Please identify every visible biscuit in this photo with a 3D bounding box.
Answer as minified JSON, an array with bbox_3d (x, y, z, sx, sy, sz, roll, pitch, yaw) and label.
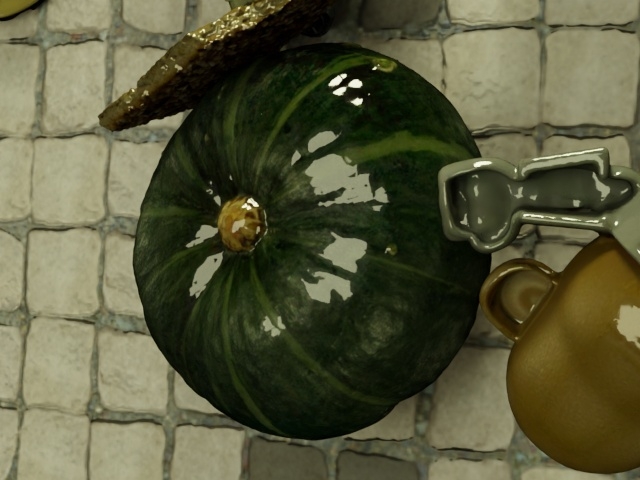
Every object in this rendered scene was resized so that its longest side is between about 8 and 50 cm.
[{"bbox_3d":[-0.065,-0.149,1.362,0.237,0.131,0.026,-34,84,47],"label":"biscuit"}]

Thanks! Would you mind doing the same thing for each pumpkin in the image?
[{"bbox_3d":[0.000,0.000,1.360,0.300,0.207,0.300,-13,71,42],"label":"pumpkin"}]

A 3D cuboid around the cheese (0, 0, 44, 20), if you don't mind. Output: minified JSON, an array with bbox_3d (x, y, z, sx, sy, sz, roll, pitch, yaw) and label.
[{"bbox_3d":[-0.323,-0.234,1.665,0.162,0.036,0.086,-22,75,28],"label":"cheese"}]

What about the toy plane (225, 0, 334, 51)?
[{"bbox_3d":[-0.001,-0.236,1.401,0.108,0.092,0.286,41,140,-14],"label":"toy plane"}]

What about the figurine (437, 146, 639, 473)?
[{"bbox_3d":[0.242,0.038,1.217,0.342,0.167,0.285,42,104,20],"label":"figurine"}]
